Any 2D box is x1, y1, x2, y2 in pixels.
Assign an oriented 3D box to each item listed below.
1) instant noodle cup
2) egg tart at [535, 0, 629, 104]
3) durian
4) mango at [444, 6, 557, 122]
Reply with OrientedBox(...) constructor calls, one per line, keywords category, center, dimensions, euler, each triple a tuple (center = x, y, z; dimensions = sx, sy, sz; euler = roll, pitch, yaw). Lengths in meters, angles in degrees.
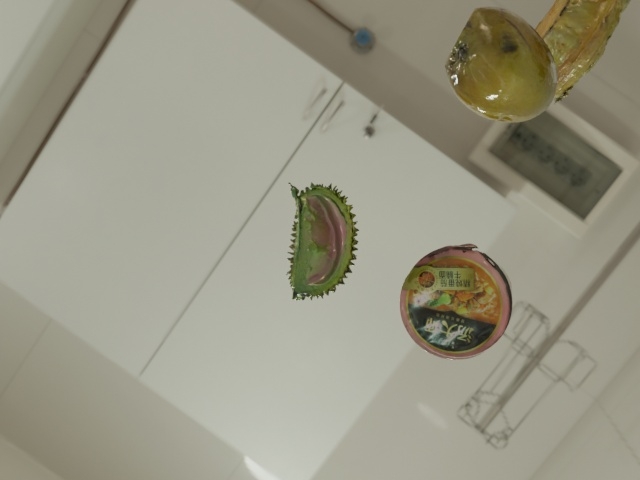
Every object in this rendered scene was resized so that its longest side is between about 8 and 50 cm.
OrientedBox(category="instant noodle cup", center=(0.316, 0.122, 1.762), dimensions=(0.244, 0.244, 0.255), euler=(39, -165, 15))
OrientedBox(category="egg tart", center=(0.503, -0.415, 1.612), dimensions=(0.118, 0.288, 0.288), euler=(34, -170, -3))
OrientedBox(category="durian", center=(0.005, 0.001, 1.479), dimensions=(0.137, 0.221, 0.095), euler=(-2, 172, 6))
OrientedBox(category="mango", center=(0.259, -0.254, 1.152), dimensions=(0.167, 0.130, 0.262), euler=(40, -152, -8))
